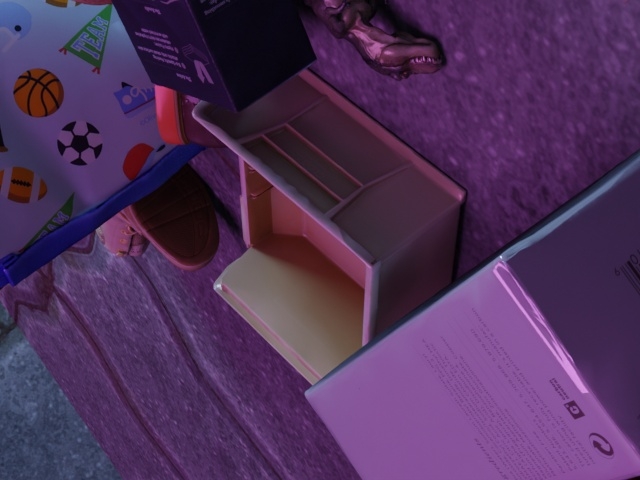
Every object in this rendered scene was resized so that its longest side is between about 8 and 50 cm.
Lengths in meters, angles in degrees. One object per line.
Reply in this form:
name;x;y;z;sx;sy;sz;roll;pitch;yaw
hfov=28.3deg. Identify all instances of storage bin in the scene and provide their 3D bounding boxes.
storage bin;0.000;0.000;1.208;0.260;0.123;0.262;41;152;29

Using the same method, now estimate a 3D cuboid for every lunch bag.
lunch bag;-0.351;-0.160;1.398;0.385;0.328;0.239;47;159;14

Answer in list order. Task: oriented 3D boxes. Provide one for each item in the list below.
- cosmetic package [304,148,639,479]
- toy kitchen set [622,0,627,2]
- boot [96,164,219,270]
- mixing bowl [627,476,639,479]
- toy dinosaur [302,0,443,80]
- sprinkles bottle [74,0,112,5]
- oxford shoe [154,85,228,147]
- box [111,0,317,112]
cosmetic package;0.159;0.076;0.912;0.156;0.217;0.385;55;153;3
toy kitchen set;0.181;-0.195;0.695;0.083;0.075;0.068;50;154;1
boot;-0.218;-0.029;1.598;0.262;0.095;0.203;48;154;21
mixing bowl;0.220;0.234;1.109;0.181;0.098;0.181;35;158;16
toy dinosaur;-0.007;-0.232;1.012;0.268;0.064;0.118;49;162;22
sprinkles bottle;-0.195;-0.360;1.116;0.121;0.121;0.355;48;155;15
oxford shoe;-0.105;-0.209;1.213;0.098;0.097;0.271;10;132;11
box;-0.104;-0.206;1.062;0.156;0.093;0.158;25;145;52
